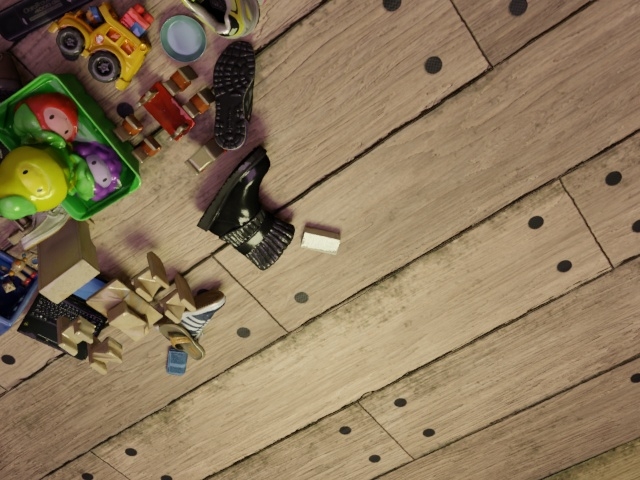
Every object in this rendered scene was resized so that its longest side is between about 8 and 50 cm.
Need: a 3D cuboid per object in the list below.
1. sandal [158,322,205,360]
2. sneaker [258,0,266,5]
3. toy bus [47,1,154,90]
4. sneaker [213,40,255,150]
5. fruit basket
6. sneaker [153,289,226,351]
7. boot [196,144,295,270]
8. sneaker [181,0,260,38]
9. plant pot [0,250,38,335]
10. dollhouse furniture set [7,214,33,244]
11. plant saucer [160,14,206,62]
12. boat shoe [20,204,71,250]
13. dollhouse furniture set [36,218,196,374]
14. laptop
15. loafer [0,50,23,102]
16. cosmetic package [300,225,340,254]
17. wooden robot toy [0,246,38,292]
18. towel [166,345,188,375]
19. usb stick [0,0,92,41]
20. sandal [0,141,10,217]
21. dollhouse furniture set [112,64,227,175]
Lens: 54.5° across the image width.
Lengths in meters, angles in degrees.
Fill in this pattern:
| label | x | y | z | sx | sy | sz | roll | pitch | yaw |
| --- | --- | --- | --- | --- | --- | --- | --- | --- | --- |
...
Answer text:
| label | x | y | z | sx | sy | sz | roll | pitch | yaw |
| --- | --- | --- | --- | --- | --- | --- | --- | --- | --- |
| sandal | -0.448 | 0.331 | 2.004 | 0.072 | 0.049 | 0.180 | -36 | 106 | 29 |
| sneaker | -0.252 | -0.626 | 1.509 | 0.252 | 0.103 | 0.111 | 26 | 120 | -5 |
| toy bus | -0.528 | -0.518 | 1.554 | 0.220 | 0.149 | 0.211 | 39 | 101 | -18 |
| sneaker | -0.228 | -0.383 | 1.658 | 0.107 | 0.124 | 0.283 | 10 | 96 | 3 |
| fruit basket | -0.681 | -0.212 | 1.603 | 0.283 | 0.392 | 0.392 | -27 | 117 | 16 |
| sneaker | -0.398 | 0.272 | 2.046 | 0.282 | 0.099 | 0.153 | -23 | 114 | 22 |
| boot | -0.173 | -0.089 | 1.805 | 0.260 | 0.131 | 0.348 | 34 | 127 | -11 |
| sneaker | -0.290 | -0.615 | 1.379 | 0.385 | 0.147 | 0.145 | 43 | 117 | -13 |
| plant pot | -1.049 | 0.181 | 1.927 | 0.236 | 0.236 | 0.212 | 34 | 123 | -19 |
| dollhouse furniture set | -0.889 | -0.042 | 1.823 | 0.182 | 0.161 | 0.101 | -28 | 117 | 15 |
| plant saucer | -0.354 | -0.523 | 1.610 | 0.120 | 0.021 | 0.119 | 0 | 121 | 0 |
| boat shoe | -0.763 | -0.074 | 1.742 | 0.098 | 0.277 | 0.096 | -24 | 114 | 23 |
| dollhouse furniture set | -0.659 | 0.140 | 1.905 | 0.362 | 0.256 | 0.394 | -36 | 132 | 3 |
| laptop | -0.799 | 0.225 | 1.994 | 0.234 | 0.137 | 0.264 | 30 | 75 | -16 |
| loafer | -0.954 | -0.428 | 1.631 | 0.366 | 0.134 | 0.130 | -2 | 84 | 3 |
| cosmetic package | 0.000 | 0.000 | 1.914 | 0.115 | 0.041 | 0.060 | 14 | 121 | -8 |
| wooden robot toy | -0.901 | 0.078 | 1.885 | 0.076 | 0.173 | 0.079 | 35 | 150 | -4 |
| towel | -0.503 | 0.425 | 2.182 | 0.067 | 0.029 | 0.119 | 11 | 120 | -7 |
| usb stick | -0.696 | -0.586 | 1.562 | 0.278 | 0.045 | 0.077 | -20 | 112 | 12 |
| sandal | -0.900 | -0.211 | 1.774 | 0.120 | 0.086 | 0.302 | 9 | 106 | 1 |
| dollhouse furniture set | -0.382 | -0.310 | 1.701 | 0.262 | 0.135 | 0.259 | -36 | 103 | 20 |
